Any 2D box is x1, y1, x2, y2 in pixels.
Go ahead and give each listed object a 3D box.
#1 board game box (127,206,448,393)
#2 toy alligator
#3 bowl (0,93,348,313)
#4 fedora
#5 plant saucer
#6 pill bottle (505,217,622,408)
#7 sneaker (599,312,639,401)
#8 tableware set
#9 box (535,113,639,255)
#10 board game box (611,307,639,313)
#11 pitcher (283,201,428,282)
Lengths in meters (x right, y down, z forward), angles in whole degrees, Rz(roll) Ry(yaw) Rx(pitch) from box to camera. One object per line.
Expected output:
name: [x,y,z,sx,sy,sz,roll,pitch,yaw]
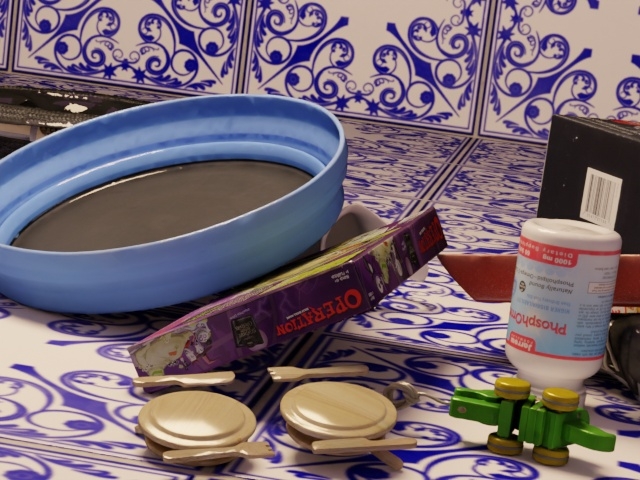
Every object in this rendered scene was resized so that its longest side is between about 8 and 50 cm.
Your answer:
board game box: [-0.016,0.046,1.587,0.208,0.056,0.347,-17,4,16]
toy alligator: [0.145,0.135,1.425,0.189,0.056,0.051,11,10,22]
bowl: [-0.160,-0.041,1.801,0.391,0.077,0.391,-10,24,4]
fedora: [-0.304,-0.091,2.120,0.334,0.153,0.334,7,10,-1]
plant saucer: [0.285,0.041,1.724,0.258,0.048,0.259,0,-2,40]
pill bottle: [0.207,0.066,1.561,0.087,0.160,0.087,7,9,-1]
sneaker: [0.252,0.102,1.664,0.132,0.086,0.228,4,-1,12]
tableware set: [-0.039,0.140,1.328,0.194,0.039,0.128,-2,24,-16]
box: [0.501,-0.047,2.372,0.312,0.179,0.343,5,10,-21]
board game box: [0.380,0.071,1.938,0.193,0.045,0.146,6,7,41]
pitcher: [0.000,0.000,1.933,0.177,0.125,0.207,24,-6,-41]
